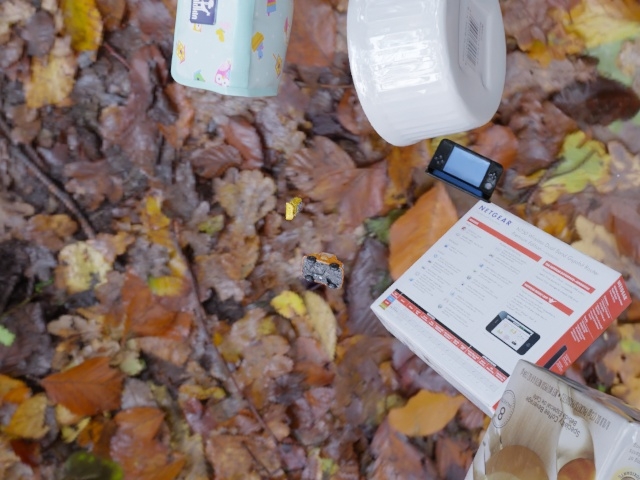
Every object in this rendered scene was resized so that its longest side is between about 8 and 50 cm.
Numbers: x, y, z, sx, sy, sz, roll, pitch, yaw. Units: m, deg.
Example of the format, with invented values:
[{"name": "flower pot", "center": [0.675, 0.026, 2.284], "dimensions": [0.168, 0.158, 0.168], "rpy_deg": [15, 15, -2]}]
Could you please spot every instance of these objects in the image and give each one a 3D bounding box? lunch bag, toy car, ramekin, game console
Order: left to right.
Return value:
[{"name": "lunch bag", "center": [-0.116, -0.312, 1.109], "dimensions": [0.160, 0.262, 0.223], "rpy_deg": [6, 104, -7]}, {"name": "toy car", "center": [0.000, 0.000, 1.011], "dimensions": [0.060, 0.040, 0.122], "rpy_deg": [1, 117, 27]}, {"name": "ramekin", "center": [0.163, -0.278, 1.160], "dimensions": [0.135, 0.277, 0.277], "rpy_deg": [-2, 94, 33]}, {"name": "game console", "center": [0.248, -0.120, 1.387], "dimensions": [0.122, 0.071, 0.107], "rpy_deg": [27, 72, 5]}]

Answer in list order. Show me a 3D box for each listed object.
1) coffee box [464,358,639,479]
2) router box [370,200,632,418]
[{"name": "coffee box", "center": [0.148, 0.220, 0.525], "dimensions": [0.098, 0.141, 0.246], "rpy_deg": [23, 91, -13]}, {"name": "router box", "center": [0.299, 0.111, 1.402], "dimensions": [0.301, 0.082, 0.335], "rpy_deg": [-43, 40, -7]}]
